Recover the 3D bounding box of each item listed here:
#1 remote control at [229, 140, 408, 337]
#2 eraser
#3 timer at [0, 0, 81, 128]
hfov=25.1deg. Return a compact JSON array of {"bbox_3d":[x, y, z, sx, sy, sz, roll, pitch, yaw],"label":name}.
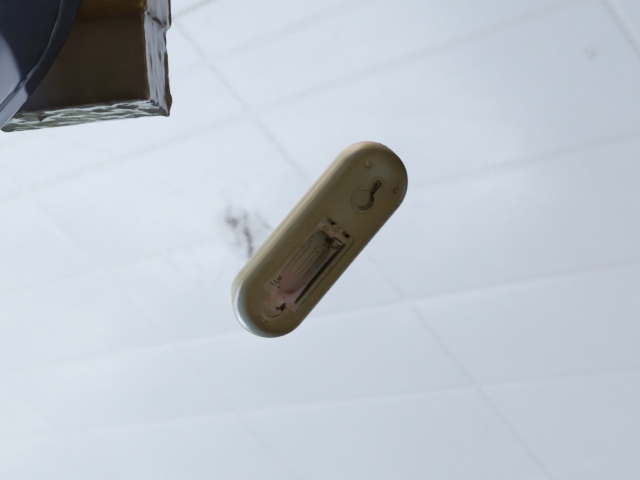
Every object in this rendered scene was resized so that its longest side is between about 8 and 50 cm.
[{"bbox_3d":[0.000,0.000,1.366,0.078,0.221,0.042,41,179,-22],"label":"remote control"},{"bbox_3d":[-0.192,-0.257,1.060,0.144,0.344,0.078,-6,174,8],"label":"eraser"},{"bbox_3d":[-0.284,-0.144,0.796,0.173,0.395,0.395,34,147,3],"label":"timer"}]
